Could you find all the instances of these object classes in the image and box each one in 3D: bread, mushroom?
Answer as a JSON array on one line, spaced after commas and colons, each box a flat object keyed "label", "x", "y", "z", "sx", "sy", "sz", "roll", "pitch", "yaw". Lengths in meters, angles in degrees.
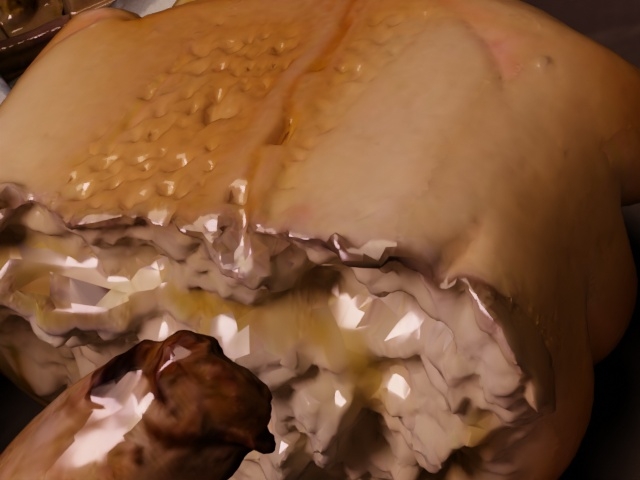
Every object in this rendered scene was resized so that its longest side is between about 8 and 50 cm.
[{"label": "bread", "x": 0.000, "y": 0.000, "z": 0.810, "sx": 0.316, "sy": 0.211, "sz": 0.270, "roll": 6, "pitch": 41, "yaw": 23}, {"label": "mushroom", "x": -0.098, "y": 0.171, "z": 0.622, "sx": 0.233, "sy": 0.301, "sz": 0.208, "roll": -8, "pitch": 8, "yaw": 3}]

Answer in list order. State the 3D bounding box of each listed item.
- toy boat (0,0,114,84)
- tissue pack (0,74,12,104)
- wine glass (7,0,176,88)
[{"label": "toy boat", "x": -0.128, "y": -0.181, "z": 1.133, "sx": 0.321, "sy": 0.121, "sz": 0.089, "roll": -30, "pitch": 45, "yaw": -5}, {"label": "tissue pack", "x": -0.290, "y": 0.020, "z": 0.975, "sx": 0.316, "sy": 0.103, "sz": 0.228, "roll": -37, "pitch": 63, "yaw": -12}, {"label": "wine glass", "x": -0.068, "y": -0.124, "z": 1.052, "sx": 0.231, "sy": 0.103, "sz": 0.103, "roll": -39, "pitch": 41, "yaw": -9}]
